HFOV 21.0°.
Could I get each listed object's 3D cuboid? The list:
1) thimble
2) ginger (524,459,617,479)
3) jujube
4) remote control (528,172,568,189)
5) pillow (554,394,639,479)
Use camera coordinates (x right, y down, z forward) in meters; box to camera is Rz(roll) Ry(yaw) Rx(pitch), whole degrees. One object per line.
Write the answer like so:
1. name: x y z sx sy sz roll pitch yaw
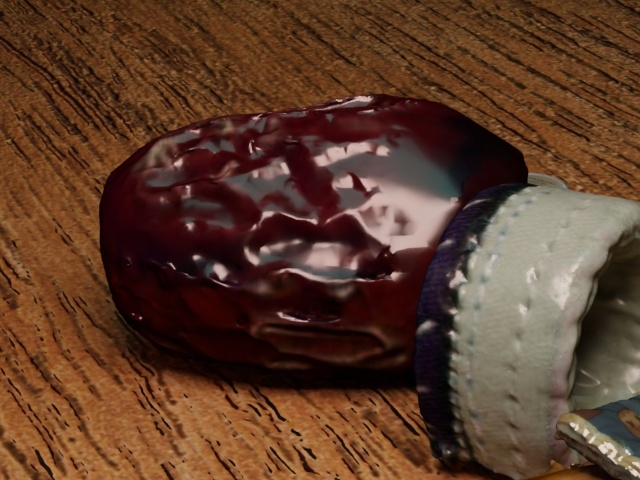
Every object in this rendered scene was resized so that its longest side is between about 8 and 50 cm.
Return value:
1. thimble: 0.178 0.075 1.356 0.150 0.237 0.237 12 30 36
2. ginger: 0.279 0.212 1.112 0.418 0.176 0.254 1 20 2
3. jujube: 0.000 0.000 1.517 0.377 0.258 0.258 -7 25 13
4. remote control: 0.164 -0.008 1.711 0.087 0.047 0.244 19 33 32
5. pillow: 0.288 0.144 1.025 0.189 0.034 0.255 -14 31 -38
